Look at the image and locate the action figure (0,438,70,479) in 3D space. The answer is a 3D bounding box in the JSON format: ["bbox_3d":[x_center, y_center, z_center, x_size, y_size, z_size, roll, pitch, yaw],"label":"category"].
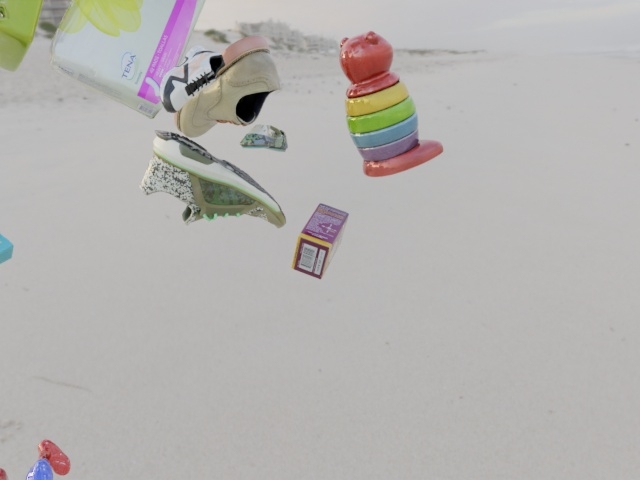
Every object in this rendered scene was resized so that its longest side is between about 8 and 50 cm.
[{"bbox_3d":[-0.245,0.288,0.490,0.091,0.139,0.280,-32,10,-21],"label":"action figure"}]

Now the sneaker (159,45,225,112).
[{"bbox_3d":[-0.156,-0.198,0.674,0.044,0.040,0.109,15,62,21],"label":"sneaker"}]

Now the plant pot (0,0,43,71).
[{"bbox_3d":[-0.658,-0.491,1.068,0.207,0.227,0.228,16,-11,-36],"label":"plant pot"}]

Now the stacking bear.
[{"bbox_3d":[0.125,-0.298,1.182,0.164,0.289,0.175,-31,24,-25],"label":"stacking bear"}]

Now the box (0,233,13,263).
[{"bbox_3d":[-0.930,0.054,1.418,0.100,0.060,0.244,39,39,5],"label":"box"}]

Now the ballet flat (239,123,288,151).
[{"bbox_3d":[-0.138,-0.251,1.344,0.070,0.070,0.188,1,6,21],"label":"ballet flat"}]

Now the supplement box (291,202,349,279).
[{"bbox_3d":[0.000,0.000,0.696,0.043,0.055,0.083,20,38,8],"label":"supplement box"}]

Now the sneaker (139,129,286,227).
[{"bbox_3d":[-0.269,-0.109,1.382,0.410,0.182,0.158,30,10,-34],"label":"sneaker"}]

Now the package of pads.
[{"bbox_3d":[-0.388,-0.431,1.121,0.229,0.296,0.101,22,-10,-26],"label":"package of pads"}]

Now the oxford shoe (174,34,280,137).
[{"bbox_3d":[-0.241,-0.333,1.364,0.140,0.146,0.397,-24,-3,-40],"label":"oxford shoe"}]
